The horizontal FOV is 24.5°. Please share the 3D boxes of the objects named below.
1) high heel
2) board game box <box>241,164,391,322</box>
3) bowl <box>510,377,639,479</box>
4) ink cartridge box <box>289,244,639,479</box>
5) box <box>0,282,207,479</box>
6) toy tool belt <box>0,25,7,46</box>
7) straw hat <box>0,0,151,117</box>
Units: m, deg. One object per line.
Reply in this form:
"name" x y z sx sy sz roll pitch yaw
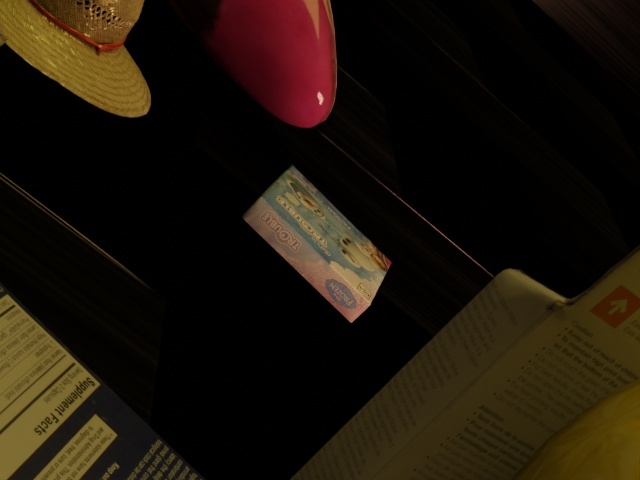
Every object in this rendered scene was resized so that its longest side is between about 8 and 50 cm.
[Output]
"high heel" -0.137 -0.219 1.007 0.181 0.127 0.377 -16 63 -37
"board game box" 0.000 0.000 0.895 0.090 0.020 0.090 44 19 -3
"bowl" 0.093 0.171 0.462 0.156 0.289 0.289 0 22 4
"ink cartridge box" 0.118 0.103 0.605 0.223 0.224 0.045 34 22 -33
"box" -0.095 0.084 0.483 0.225 0.036 0.136 43 19 -1
"toy tool belt" -0.189 -0.116 0.691 0.083 0.052 0.051 48 10 11
"straw hat" -0.134 -0.140 0.844 0.144 0.061 0.144 39 19 -16
